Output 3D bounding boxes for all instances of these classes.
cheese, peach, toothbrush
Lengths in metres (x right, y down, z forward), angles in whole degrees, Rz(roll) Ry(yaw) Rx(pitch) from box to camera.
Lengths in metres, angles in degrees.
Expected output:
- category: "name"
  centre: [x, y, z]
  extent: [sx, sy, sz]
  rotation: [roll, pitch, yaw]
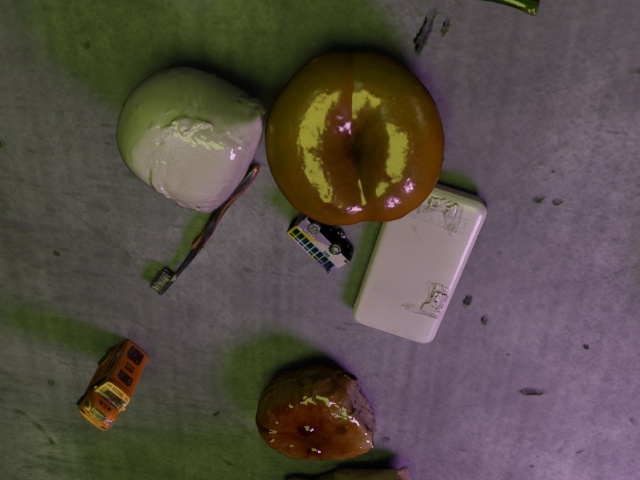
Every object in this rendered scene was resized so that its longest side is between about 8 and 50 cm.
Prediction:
- category: "cheese"
  centre: [-0.186, -0.150, 1.133]
  extent: [0.189, 0.154, 0.198]
  rotation: [24, 128, -15]
- category: "peach"
  centre: [0.047, -0.138, 1.108]
  extent: [0.251, 0.153, 0.251]
  rotation: [1, 121, 2]
- category: "toothbrush"
  centre: [-0.186, -0.012, 1.303]
  extent: [0.031, 0.023, 0.321]
  rotation: [32, 123, -21]

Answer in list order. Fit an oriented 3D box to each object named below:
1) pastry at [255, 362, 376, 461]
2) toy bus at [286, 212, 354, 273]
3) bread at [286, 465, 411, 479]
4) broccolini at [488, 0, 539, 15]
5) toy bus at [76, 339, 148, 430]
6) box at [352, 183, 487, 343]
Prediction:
- category: "pastry"
  centre: [-0.005, 0.311, 1.437]
  extent: [0.218, 0.100, 0.229]
  rotation: [11, 125, 2]
- category: "toy bus"
  centre: [0.000, 0.000, 1.262]
  extent: [0.058, 0.052, 0.102]
  rotation: [-35, 110, 30]
- category: "bread"
  centre: [0.061, 0.672, 1.503]
  extent: [0.279, 0.371, 0.390]
  rotation: [-9, 117, 20]
- category: "broccolini"
  centre: [0.160, -0.318, 1.031]
  extent: [0.239, 0.054, 0.051]
  rotation: [12, 159, -2]
- category: "toy bus"
  centre: [-0.361, 0.252, 1.422]
  extent: [0.074, 0.162, 0.069]
  rotation: [-35, 112, 24]
- category: "box"
  centre: [0.149, 0.037, 1.266]
  extent: [0.142, 0.044, 0.285]
  rotation: [17, 124, 1]
